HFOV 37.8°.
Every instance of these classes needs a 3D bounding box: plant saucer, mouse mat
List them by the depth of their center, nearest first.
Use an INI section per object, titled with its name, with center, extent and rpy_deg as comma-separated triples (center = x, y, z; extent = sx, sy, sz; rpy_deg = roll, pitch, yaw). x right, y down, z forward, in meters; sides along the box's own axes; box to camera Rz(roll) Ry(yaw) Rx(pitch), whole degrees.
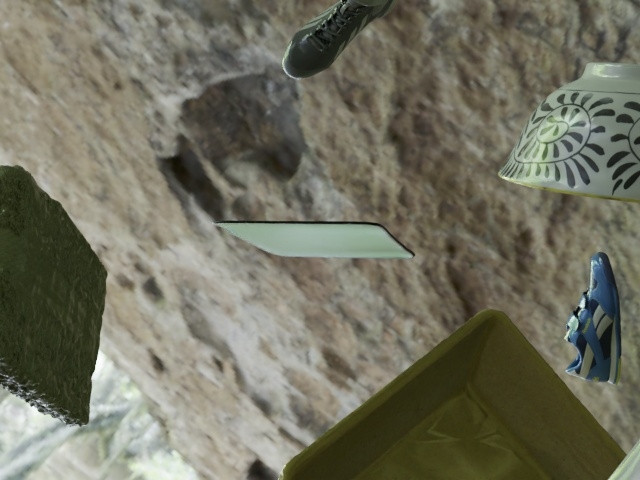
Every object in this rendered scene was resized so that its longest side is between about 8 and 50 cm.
[plant saucer]
center = 0.156, 0.266, 0.829
extent = 0.332, 0.333, 0.081
rpy_deg = 50, -43, 12
[mouse mat]
center = 0.000, 0.000, 0.875
extent = 0.153, 0.007, 0.190
rpy_deg = 1, -11, 15

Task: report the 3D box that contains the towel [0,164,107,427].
[towel]
center = -0.150, 0.035, 0.503
extent = 0.027, 0.110, 0.148
rpy_deg = -2, -24, 6

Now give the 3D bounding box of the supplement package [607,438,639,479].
[supplement package]
center = 0.316, 0.271, 0.598
extent = 0.175, 0.177, 0.293
rpy_deg = 30, 9, -35

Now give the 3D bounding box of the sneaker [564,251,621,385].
[sneaker]
center = 0.289, 0.084, 0.995
extent = 0.059, 0.144, 0.053
rpy_deg = 0, 6, 18

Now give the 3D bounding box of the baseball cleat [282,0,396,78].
[baseball cleat]
center = 0.026, -0.312, 1.300
extent = 0.072, 0.206, 0.109
rpy_deg = 44, -12, 9

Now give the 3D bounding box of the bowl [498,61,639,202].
[bowl]
center = 0.205, -0.072, 0.600
extent = 0.170, 0.170, 0.080
rpy_deg = 15, -76, 42
